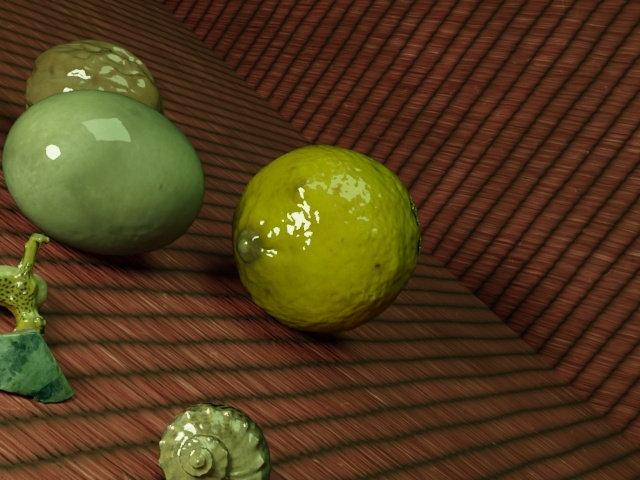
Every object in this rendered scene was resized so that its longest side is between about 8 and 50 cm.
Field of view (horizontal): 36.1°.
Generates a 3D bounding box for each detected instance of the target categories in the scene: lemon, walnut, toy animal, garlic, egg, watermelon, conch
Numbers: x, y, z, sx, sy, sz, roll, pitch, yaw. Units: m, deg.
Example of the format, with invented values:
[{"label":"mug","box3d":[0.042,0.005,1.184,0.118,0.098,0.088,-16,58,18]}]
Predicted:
[{"label":"lemon","box3d":[0.000,0.000,1.815,0.387,0.350,0.350,-14,50,-46]},{"label":"walnut","box3d":[-0.417,-0.250,1.831,0.273,0.273,0.227,29,51,-23]},{"label":"toy animal","box3d":[-0.429,0.046,1.246,0.181,0.136,0.073,14,-5,-28]},{"label":"garlic","box3d":[-0.398,0.071,1.328,0.053,0.041,0.083,36,23,16]},{"label":"egg","box3d":[-0.336,-0.105,1.554,0.352,0.258,0.258,20,23,-47]},{"label":"watermelon","box3d":[-0.374,0.139,1.180,0.094,0.081,0.180,17,-3,35]},{"label":"conch","box3d":[-0.126,0.282,1.244,0.207,0.130,0.155,63,12,-78]}]
